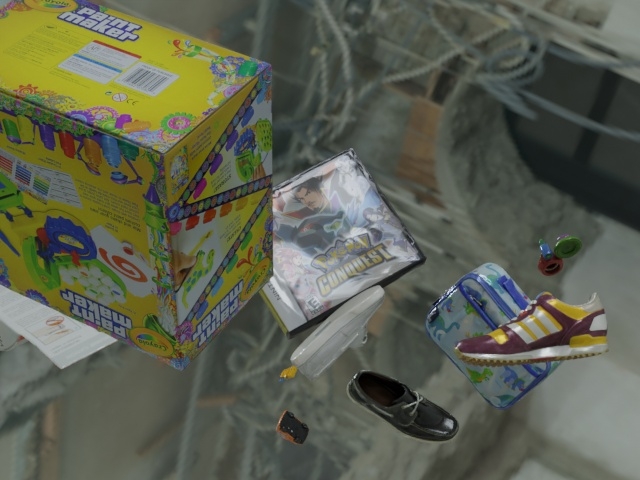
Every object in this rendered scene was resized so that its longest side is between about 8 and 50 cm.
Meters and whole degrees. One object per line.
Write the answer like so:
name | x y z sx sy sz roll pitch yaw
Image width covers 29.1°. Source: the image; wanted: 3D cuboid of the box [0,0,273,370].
box | -0.215 -0.066 1.254 0.177 0.290 0.279 -47 -30 -41

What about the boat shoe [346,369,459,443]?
boat shoe | 0.162 0.320 2.376 0.084 0.233 0.079 -61 -3 -30

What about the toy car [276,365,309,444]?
toy car | -0.046 0.270 2.003 0.040 0.060 0.122 -24 48 47

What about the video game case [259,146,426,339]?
video game case | 0.000 0.000 2.101 0.275 0.248 0.035 -28 -19 -13

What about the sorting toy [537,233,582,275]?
sorting toy | 0.419 0.017 2.206 0.061 0.042 0.102 12 -50 -28

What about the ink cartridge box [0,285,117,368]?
ink cartridge box | -0.393 0.108 2.083 0.308 0.385 0.091 -27 -55 -31

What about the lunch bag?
lunch bag | 0.291 0.157 2.051 0.090 0.219 0.176 -28 -15 -46

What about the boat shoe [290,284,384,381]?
boat shoe | 0.039 0.148 1.938 0.184 0.063 0.066 -43 11 -6

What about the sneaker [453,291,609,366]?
sneaker | 0.249 0.105 1.474 0.069 0.186 0.083 111 155 -79
